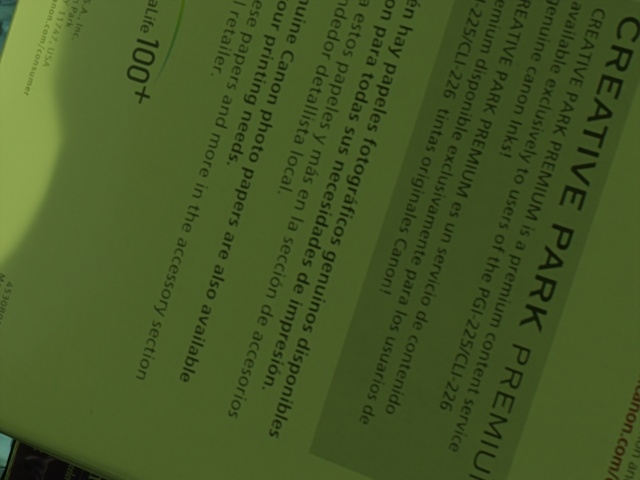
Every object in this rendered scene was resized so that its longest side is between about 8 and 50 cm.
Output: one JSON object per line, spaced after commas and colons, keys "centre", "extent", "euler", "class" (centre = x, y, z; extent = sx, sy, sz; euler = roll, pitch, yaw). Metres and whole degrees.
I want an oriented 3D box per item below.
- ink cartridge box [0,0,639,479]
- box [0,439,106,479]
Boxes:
{"centre": [0.062, -0.057, 0.561], "extent": [0.130, 0.271, 0.309], "euler": [11, -82, -65], "class": "ink cartridge box"}
{"centre": [-0.056, 0.099, 1.069], "extent": [0.108, 0.207, 0.153], "euler": [-80, 9, -54], "class": "box"}
